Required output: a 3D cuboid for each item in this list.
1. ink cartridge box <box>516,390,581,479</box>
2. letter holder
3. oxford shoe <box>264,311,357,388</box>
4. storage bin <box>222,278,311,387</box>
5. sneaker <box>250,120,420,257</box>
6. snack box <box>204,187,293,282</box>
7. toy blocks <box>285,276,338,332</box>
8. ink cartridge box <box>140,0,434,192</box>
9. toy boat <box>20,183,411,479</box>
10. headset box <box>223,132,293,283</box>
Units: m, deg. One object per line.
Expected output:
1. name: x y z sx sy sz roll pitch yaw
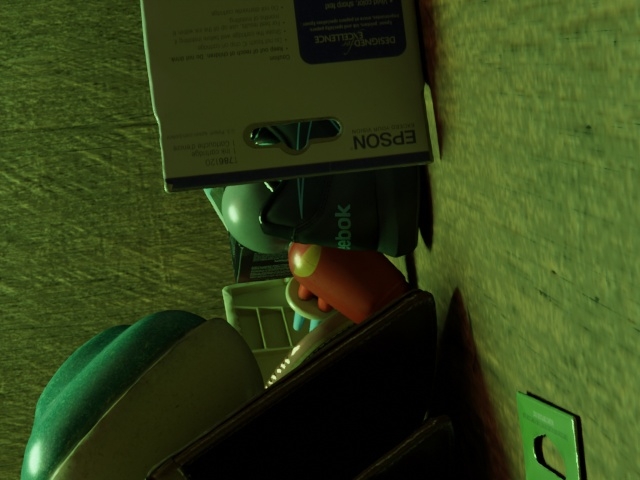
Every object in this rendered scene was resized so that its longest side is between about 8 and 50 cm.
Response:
1. ink cartridge box: 0.082 0.178 0.697 0.109 0.062 0.209 -179 83 -86
2. letter holder: 0.031 0.194 0.991 0.152 0.214 0.302 46 159 22
3. oxford shoe: 0.021 0.186 1.368 0.130 0.123 0.348 45 151 26
4. storage bin: -0.025 0.201 1.649 0.260 0.123 0.262 -110 14 -69
5. sneaker: 0.000 -0.098 1.068 0.267 0.106 0.101 -99 4 -45
6. snack box: -0.087 -0.072 1.802 0.187 0.060 0.322 -102 -13 -52
7. toy blocks: 0.000 0.000 1.310 0.148 0.054 0.123 105 165 -46
8. ink cartridge box: -0.033 -0.195 0.962 0.065 0.165 0.333 118 146 -82
9. toy boat: -0.087 0.085 1.065 0.148 0.318 0.267 40 157 11
10. headset box: -0.040 -0.082 1.518 0.293 0.110 0.218 114 150 -80
